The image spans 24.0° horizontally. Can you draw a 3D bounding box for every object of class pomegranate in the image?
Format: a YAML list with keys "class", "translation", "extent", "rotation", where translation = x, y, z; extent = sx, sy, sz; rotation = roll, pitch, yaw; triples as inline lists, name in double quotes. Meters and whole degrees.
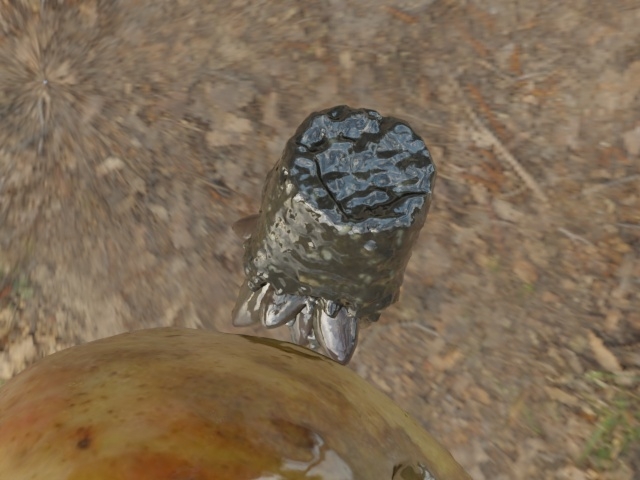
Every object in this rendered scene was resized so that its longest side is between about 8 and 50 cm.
- class: "pomegranate"
  translation: [-0.045, 0.194, 0.674]
  extent: [0.322, 0.322, 0.322]
  rotation: [-1, 96, -10]

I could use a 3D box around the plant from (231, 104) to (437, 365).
- class: "plant"
  translation: [0.000, 0.000, 1.572]
  extent: [0.194, 0.321, 0.182]
  rotation: [21, 56, -1]
